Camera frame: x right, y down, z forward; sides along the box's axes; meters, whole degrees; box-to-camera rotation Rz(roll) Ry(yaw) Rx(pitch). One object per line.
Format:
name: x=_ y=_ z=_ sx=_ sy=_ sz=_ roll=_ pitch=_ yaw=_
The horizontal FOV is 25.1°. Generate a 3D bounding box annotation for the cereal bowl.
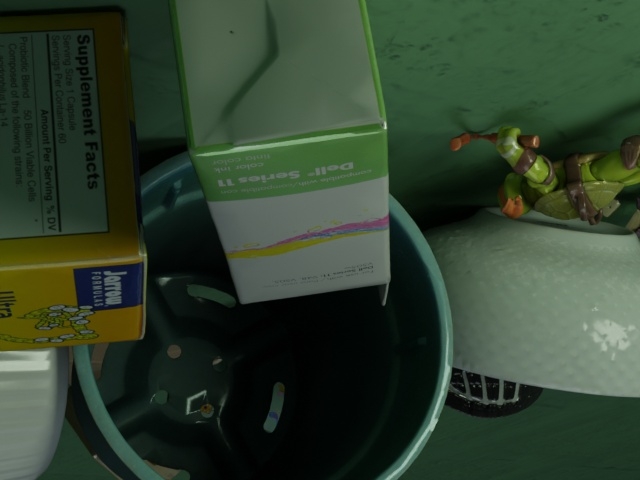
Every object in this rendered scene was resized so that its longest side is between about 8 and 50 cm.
cereal bowl: x=0.227 y=0.048 z=1.452 sx=0.339 sy=0.141 sz=0.339 roll=8 pitch=-172 yaw=-1

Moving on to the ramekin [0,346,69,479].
ramekin: x=-0.311 y=0.104 z=1.262 sx=0.127 sy=0.273 sz=0.273 roll=3 pitch=158 yaw=-27

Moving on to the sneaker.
sneaker: x=0.144 y=0.161 z=1.871 sx=0.300 sy=0.111 sz=0.121 roll=6 pitch=-171 yaw=-3

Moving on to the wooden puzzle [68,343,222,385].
wooden puzzle: x=-0.255 y=0.110 z=1.688 sx=0.221 sy=0.044 sz=0.238 roll=-13 pitch=154 yaw=17

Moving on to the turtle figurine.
turtle figurine: x=0.245 y=-0.062 z=1.325 sx=0.217 sy=0.087 sz=0.269 roll=-17 pitch=158 yaw=25

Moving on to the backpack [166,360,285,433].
backpack: x=-0.094 y=0.209 z=1.824 sx=0.188 sy=0.166 sz=0.144 roll=-2 pitch=157 yaw=-26

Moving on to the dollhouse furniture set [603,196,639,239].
dollhouse furniture set: x=0.357 y=-0.047 z=1.524 sx=0.081 sy=0.091 sz=0.114 roll=-60 pitch=166 yaw=15

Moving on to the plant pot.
plant pot: x=-0.091 y=0.114 z=1.380 sx=0.341 sy=0.341 sz=0.334 roll=-1 pitch=166 yaw=-18

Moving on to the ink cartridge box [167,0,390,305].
ink cartridge box: x=-0.024 y=-0.086 z=0.988 sx=0.119 sy=0.207 sz=0.353 roll=-9 pitch=159 yaw=0

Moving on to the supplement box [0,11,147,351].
supplement box: x=-0.312 y=-0.030 z=1.052 sx=0.357 sy=0.194 sz=0.195 roll=-4 pitch=160 yaw=-9

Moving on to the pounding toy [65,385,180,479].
pounding toy: x=-0.256 y=0.237 z=1.884 sx=0.094 sy=0.206 sz=0.181 roll=-42 pitch=134 yaw=-5
